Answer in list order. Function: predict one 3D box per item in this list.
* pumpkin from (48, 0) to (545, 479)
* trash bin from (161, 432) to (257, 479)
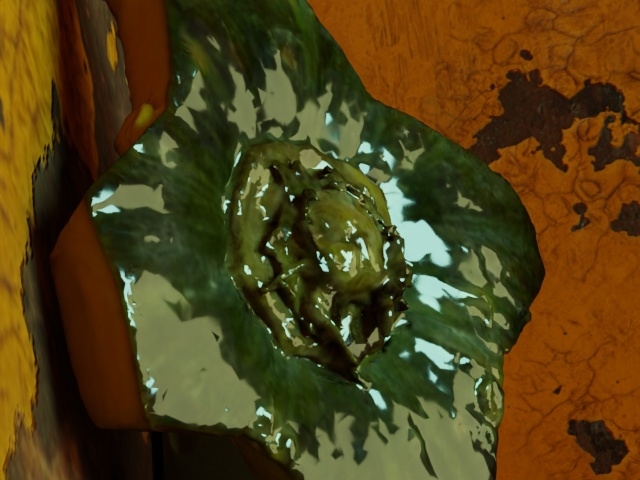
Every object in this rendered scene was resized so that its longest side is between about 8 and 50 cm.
[{"bbox_3d":[-0.016,0.004,0.647,0.290,0.095,0.258,40,44,-23],"label":"pumpkin"},{"bbox_3d":[-0.009,0.149,0.828,0.247,0.121,0.243,81,3,-58],"label":"trash bin"}]
